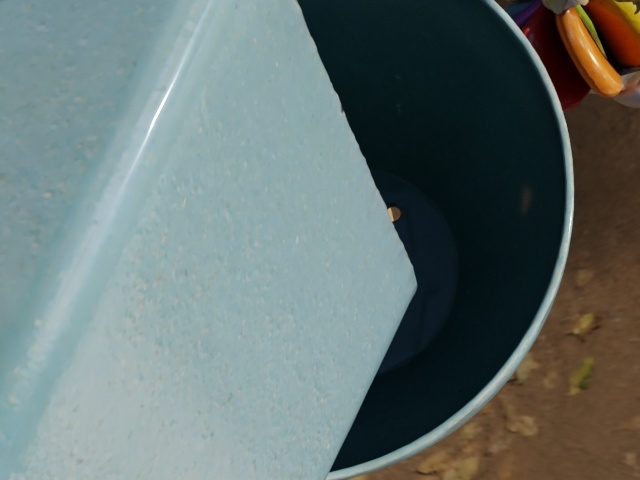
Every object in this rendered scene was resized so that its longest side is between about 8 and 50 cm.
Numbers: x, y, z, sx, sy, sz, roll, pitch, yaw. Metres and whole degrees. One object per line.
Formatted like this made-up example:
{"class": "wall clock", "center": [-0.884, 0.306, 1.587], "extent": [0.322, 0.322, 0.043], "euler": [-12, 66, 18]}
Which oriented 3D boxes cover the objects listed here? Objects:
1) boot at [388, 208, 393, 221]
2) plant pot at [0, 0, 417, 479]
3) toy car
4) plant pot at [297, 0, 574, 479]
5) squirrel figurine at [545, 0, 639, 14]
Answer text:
{"class": "boot", "center": [0.010, -0.006, 1.036], "extent": [0.112, 0.115, 0.305], "euler": [-14, 61, -5]}
{"class": "plant pot", "center": [-0.137, 0.050, 0.486], "extent": [0.248, 0.247, 0.252], "euler": [10, 64, 22]}
{"class": "toy car", "center": [0.209, -0.169, 1.145], "extent": [0.136, 0.182, 0.159], "euler": [-43, 113, -2]}
{"class": "plant pot", "center": [0.000, 0.000, 0.767], "extent": [0.290, 0.195, 0.290], "euler": [-3, 75, 12]}
{"class": "squirrel figurine", "center": [0.177, -0.236, 0.363], "extent": [0.370, 0.397, 0.281], "euler": [9, 65, -44]}
